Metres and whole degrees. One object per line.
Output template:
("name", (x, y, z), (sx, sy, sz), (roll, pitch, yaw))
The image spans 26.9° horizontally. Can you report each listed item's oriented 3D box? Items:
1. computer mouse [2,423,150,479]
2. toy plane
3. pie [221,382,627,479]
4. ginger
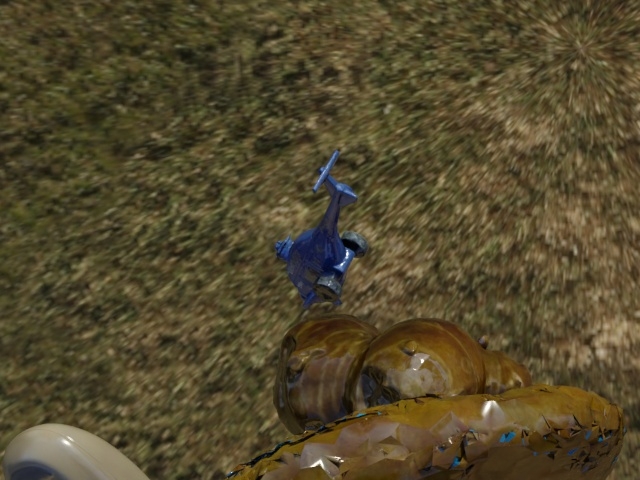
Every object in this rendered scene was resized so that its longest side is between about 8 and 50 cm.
("computer mouse", (-0.248, 0.293, 1.486), (0.236, 0.082, 0.145), (47, 133, -13))
("toy plane", (0.000, 0.000, 0.942), (0.062, 0.167, 0.054), (28, 59, 6))
("pie", (0.035, 0.149, 0.691), (0.273, 0.273, 0.069), (-38, 57, 14))
("ginger", (0.082, 0.158, 1.570), (0.357, 0.274, 0.152), (-2, 95, 49))
